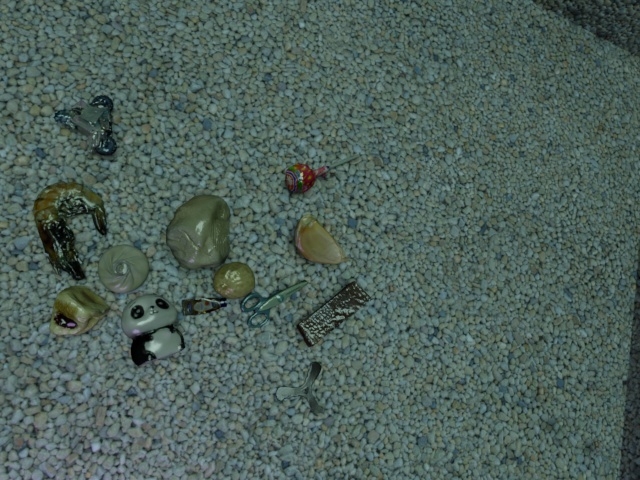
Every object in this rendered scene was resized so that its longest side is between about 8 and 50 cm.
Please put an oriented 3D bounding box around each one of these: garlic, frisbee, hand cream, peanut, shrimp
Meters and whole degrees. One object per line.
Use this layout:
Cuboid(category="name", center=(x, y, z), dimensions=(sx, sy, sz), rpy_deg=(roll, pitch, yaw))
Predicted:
Cuboid(category="garlic", center=(-0.003, 0.008, 1.825), dimensions=(0.245, 0.164, 0.146), rpy_deg=(42, 55, -12))
Cuboid(category="frisbee", center=(-0.055, 0.597, 1.781), dimensions=(0.210, 0.012, 0.188), rpy_deg=(-29, 90, -20))
Cuboid(category="hand cream", center=(-0.433, 0.242, 1.719), dimensions=(0.163, 0.039, 0.062), rpy_deg=(-7, 98, -16))
Cuboid(category="peanut", center=(-0.324, 0.151, 1.727), dimensions=(0.159, 0.109, 0.141), rpy_deg=(-24, 95, -22))
Cuboid(category="shrimp", center=(-0.864, -0.043, 1.627), dimensions=(0.233, 0.071, 0.365), rpy_deg=(-21, 82, -24))

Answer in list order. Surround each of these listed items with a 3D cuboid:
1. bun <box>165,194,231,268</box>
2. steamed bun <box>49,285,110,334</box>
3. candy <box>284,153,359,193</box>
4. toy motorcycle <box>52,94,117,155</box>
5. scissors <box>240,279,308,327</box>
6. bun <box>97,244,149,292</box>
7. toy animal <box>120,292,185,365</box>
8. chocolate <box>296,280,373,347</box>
Cuboid(category="bun", center=(-0.447, -0.028, 1.667), dimensions=(0.204, 0.281, 0.282), rpy_deg=(-5, 81, 8))
Cuboid(category="steamed bun", center=(-0.826, 0.251, 1.545), dimensions=(0.140, 0.172, 0.155), rpy_deg=(39, 90, 3))
Cuboid(category="candy", center=(0.015, -0.299, 1.921), dimensions=(0.365, 0.124, 0.124), rpy_deg=(-26, 89, -26))
Cuboid(category="toy motorcycle", center=(-0.857, -0.420, 1.677), dimensions=(0.203, 0.108, 0.239), rpy_deg=(-5, 59, -23))
Cuboid(category="scissors", center=(-0.171, 0.226, 1.794), dimensions=(0.289, 0.041, 0.138), rpy_deg=(-28, 105, -24))
Cuboid(category="bun", center=(-0.693, 0.098, 1.622), dimensions=(0.172, 0.120, 0.173), rpy_deg=(3, 81, -18))
Cuboid(category="toy animal", center=(-0.584, 0.302, 1.592), dimensions=(0.187, 0.165, 0.235), rpy_deg=(-13, 84, -41))
Cuboid(category="chocolate", center=(0.055, 0.284, 1.828), dimensions=(0.321, 0.112, 0.112), rpy_deg=(-35, 82, -18))
